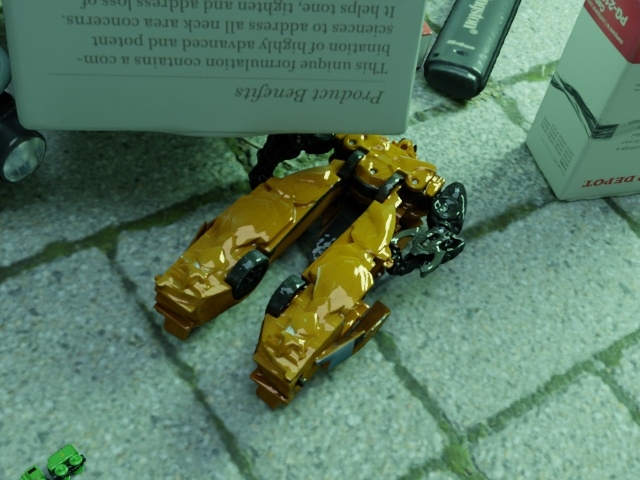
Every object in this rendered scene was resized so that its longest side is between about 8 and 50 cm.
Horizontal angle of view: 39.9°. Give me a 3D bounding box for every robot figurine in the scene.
[{"bbox_3d":[0.000,0.000,0.786,0.211,0.085,0.291,34,53,15],"label":"robot figurine"}]

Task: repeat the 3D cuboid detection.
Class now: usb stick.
[{"bbox_3d":[0.195,-0.270,1.074,0.077,0.045,0.278,23,51,5],"label":"usb stick"}]

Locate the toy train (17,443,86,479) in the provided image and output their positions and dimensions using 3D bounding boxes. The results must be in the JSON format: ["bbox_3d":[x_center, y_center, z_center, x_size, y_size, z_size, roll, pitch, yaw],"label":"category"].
[{"bbox_3d":[-0.209,0.178,0.639,0.083,0.017,0.024,-33,55,-32],"label":"toy train"}]

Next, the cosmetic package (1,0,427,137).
[{"bbox_3d":[-0.086,-0.334,0.736,0.330,0.393,0.327,0,39,-9],"label":"cosmetic package"}]

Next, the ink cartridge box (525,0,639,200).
[{"bbox_3d":[0.334,-0.161,0.893,0.172,0.237,0.100,-7,51,-17],"label":"ink cartridge box"}]

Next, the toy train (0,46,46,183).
[{"bbox_3d":[-0.404,-0.129,0.778,0.334,0.142,0.190,36,65,14],"label":"toy train"}]

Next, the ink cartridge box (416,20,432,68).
[{"bbox_3d":[0.054,-0.258,1.025,0.099,0.056,0.135,-12,55,-20],"label":"ink cartridge box"}]
